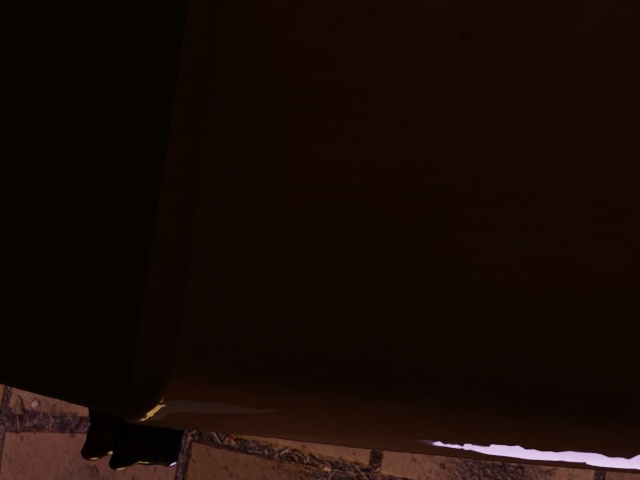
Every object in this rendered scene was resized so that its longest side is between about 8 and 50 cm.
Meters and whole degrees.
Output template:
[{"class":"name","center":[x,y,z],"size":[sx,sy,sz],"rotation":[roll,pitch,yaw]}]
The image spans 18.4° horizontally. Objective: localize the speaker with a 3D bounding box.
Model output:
[{"class":"speaker","center":[0.029,-0.034,0.499],"size":[0.231,0.192,0.153],"rotation":[9,179,-37]}]
